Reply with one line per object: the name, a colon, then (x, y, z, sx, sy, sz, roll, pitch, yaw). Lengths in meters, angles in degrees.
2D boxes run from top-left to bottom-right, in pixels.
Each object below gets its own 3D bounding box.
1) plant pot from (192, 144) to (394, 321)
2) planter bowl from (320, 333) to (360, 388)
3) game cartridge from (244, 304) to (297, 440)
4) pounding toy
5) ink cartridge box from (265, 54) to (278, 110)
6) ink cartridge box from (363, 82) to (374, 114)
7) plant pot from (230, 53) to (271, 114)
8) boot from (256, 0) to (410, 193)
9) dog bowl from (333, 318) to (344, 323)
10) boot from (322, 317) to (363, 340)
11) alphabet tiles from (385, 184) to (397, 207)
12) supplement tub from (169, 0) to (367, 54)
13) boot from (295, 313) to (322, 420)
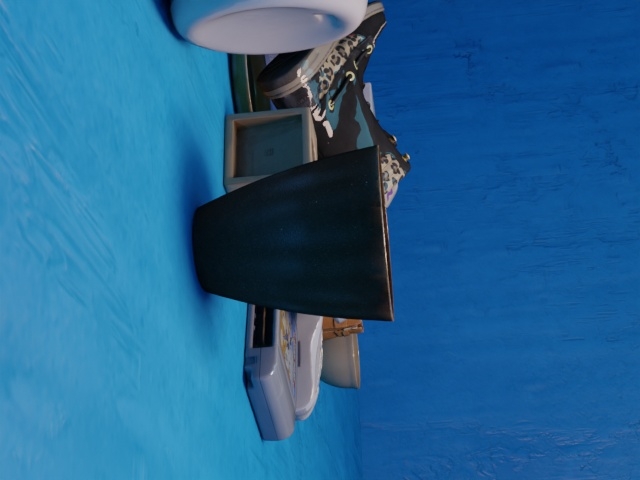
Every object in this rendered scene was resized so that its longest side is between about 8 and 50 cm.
plant pot: (-0.033, 0.000, 1.215, 0.215, 0.230, 0.215, -4, 90, -85)
planter bowl: (0.028, 0.259, 2.240, 0.162, 0.109, 0.162, -5, 90, -85)
game cartridge: (-0.074, 0.156, 1.582, 0.198, 0.062, 0.297, 73, 12, -46)
pounding toy: (-0.043, -0.083, 1.442, 0.094, 0.181, 0.206, 76, 11, -60)
ink cartridge box: (-0.042, -0.422, 1.979, 0.270, 0.151, 0.396, -89, 170, -49)
ink cartridge box: (0.035, -0.193, 2.266, 0.198, 0.197, 0.270, 77, 10, -51)
plant pot: (-0.116, -0.256, 1.637, 0.236, 0.032, 0.236, -5, 90, -85)
boot: (0.058, -0.240, 1.728, 0.284, 0.138, 0.377, 61, 35, -17)
dog bowl: (0.000, 0.000, 1.627, 0.265, 0.104, 0.265, 57, -4, 6)
boot: (0.003, 0.126, 1.868, 0.197, 0.152, 0.073, 76, 11, -58)
alphabet tiles: (0.095, -0.070, 2.090, 0.278, 0.021, 0.284, -60, 155, -31)
supplement tub: (-0.071, -0.406, 1.177, 0.235, 0.235, 0.325, 33, 51, -83)
boot: (-0.041, 0.192, 1.771, 0.123, 0.095, 0.258, 87, 8, -70)
